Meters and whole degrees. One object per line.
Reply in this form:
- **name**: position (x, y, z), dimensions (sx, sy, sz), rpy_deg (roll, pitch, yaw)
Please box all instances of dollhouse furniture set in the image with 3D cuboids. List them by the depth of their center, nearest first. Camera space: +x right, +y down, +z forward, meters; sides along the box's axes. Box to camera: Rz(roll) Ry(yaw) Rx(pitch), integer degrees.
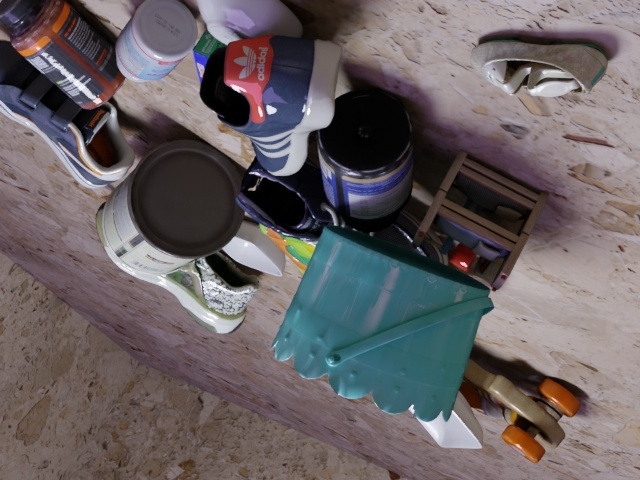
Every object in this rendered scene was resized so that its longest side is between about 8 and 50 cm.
- **dollhouse furniture set**: position (0.199, -0.005, 1.417), dimensions (0.129, 0.129, 0.184), rpy_deg (28, 162, 6)

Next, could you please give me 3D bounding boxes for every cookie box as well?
- **cookie box**: position (-0.115, -0.228, 1.446), dimensions (0.107, 0.040, 0.092), rpy_deg (26, 162, 10)

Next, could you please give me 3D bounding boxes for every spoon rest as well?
- **spoon rest**: position (-0.133, -0.303, 1.248), dimensions (0.276, 0.084, 0.137), rpy_deg (27, 169, -38)

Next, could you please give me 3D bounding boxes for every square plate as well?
- **square plate**: position (0.184, 0.266, 2.121), dimensions (0.344, 0.049, 0.347), rpy_deg (51, 168, 4)

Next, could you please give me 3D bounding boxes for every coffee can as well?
- **coffee can**: position (-0.268, -0.051, 1.896), dimensions (0.201, 0.202, 0.275), rpy_deg (34, 162, -13)

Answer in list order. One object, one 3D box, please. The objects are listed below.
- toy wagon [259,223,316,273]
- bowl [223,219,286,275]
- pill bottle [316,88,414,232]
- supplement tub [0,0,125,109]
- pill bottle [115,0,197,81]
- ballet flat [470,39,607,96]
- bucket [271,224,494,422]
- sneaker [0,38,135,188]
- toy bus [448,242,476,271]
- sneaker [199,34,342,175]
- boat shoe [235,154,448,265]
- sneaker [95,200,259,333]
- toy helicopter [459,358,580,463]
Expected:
- **toy wagon**: position (0.000, 0.000, 1.807), dimensions (0.267, 0.068, 0.344), rpy_deg (13, 153, 51)
- **bowl**: position (-0.138, 0.005, 2.086), dimensions (0.142, 0.053, 0.142), rpy_deg (15, 157, 36)
- **pill bottle**: position (0.061, -0.095, 1.400), dimensions (0.122, 0.123, 0.219), rpy_deg (25, 162, 13)
- **supplement tub**: position (-0.386, -0.294, 1.587), dimensions (0.106, 0.106, 0.198), rpy_deg (9, 152, 48)
- **pill bottle**: position (-0.228, -0.266, 1.444), dimensions (0.087, 0.087, 0.160), rpy_deg (35, 162, -15)
- **ballet flat**: position (0.209, -0.172, 1.077), dimensions (0.168, 0.052, 0.057), rpy_deg (9, 153, 49)
- **bucket**: position (0.086, 0.105, 1.424), dimensions (0.281, 0.183, 0.281), rpy_deg (21, -174, -2)
- **sneaker**: position (-0.442, -0.228, 1.822), dimensions (0.127, 0.126, 0.321), rpy_deg (-12, 130, 48)
- **toy bus**: position (0.170, 0.069, 1.690), dimensions (0.190, 0.202, 0.104), rpy_deg (2, -172, 27)
- **sneaker**: position (-0.076, -0.172, 1.307), dimensions (0.148, 0.131, 0.350), rpy_deg (8, 167, -9)
- **boat shoe**: position (0.026, -0.016, 1.565), dimensions (0.340, 0.127, 0.158), rpy_deg (29, -160, 4)
- **sneaker**: position (-0.296, 0.023, 2.327), dimensions (0.410, 0.158, 0.182), rpy_deg (36, 130, -12)
- **toy helicopter**: position (0.319, 0.276, 2.055), dimensions (0.355, 0.140, 0.235), rpy_deg (38, 172, 10)
